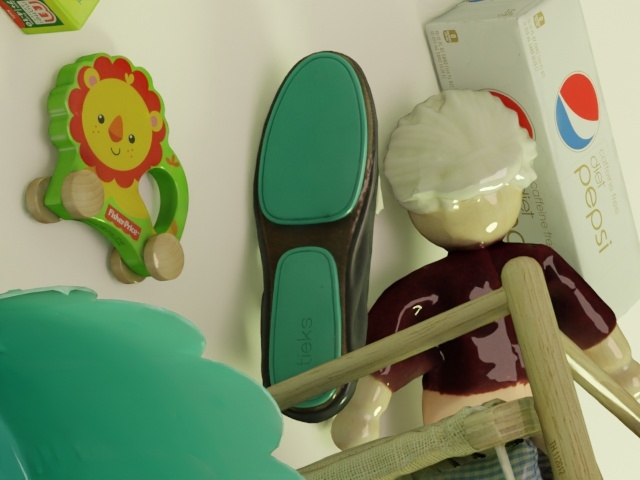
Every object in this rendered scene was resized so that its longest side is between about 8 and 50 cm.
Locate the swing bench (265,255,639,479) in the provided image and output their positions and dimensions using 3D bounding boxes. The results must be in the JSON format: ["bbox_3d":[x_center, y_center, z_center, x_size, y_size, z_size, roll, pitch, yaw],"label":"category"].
[{"bbox_3d":[0.042,0.187,0.809,0.165,0.253,0.254,38,36,-41],"label":"swing bench"}]

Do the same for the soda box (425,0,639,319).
[{"bbox_3d":[0.139,-0.050,1.101,0.069,0.074,0.216,-37,117,-41],"label":"soda box"}]

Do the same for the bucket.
[{"bbox_3d":[-0.151,0.148,0.699,0.281,0.183,0.281,2,87,-47],"label":"bucket"}]

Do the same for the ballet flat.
[{"bbox_3d":[0.000,0.000,0.963,0.074,0.074,0.203,14,75,-47],"label":"ballet flat"}]

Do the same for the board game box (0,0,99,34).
[{"bbox_3d":[-0.112,-0.197,0.842,0.092,0.043,0.181,50,56,-37],"label":"board game box"}]

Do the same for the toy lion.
[{"bbox_3d":[-0.100,-0.040,0.874,0.100,0.034,0.096,41,54,-41],"label":"toy lion"}]

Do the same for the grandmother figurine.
[{"bbox_3d":[0.096,0.080,1.045,0.208,0.104,0.342,-12,98,-35],"label":"grandmother figurine"}]
